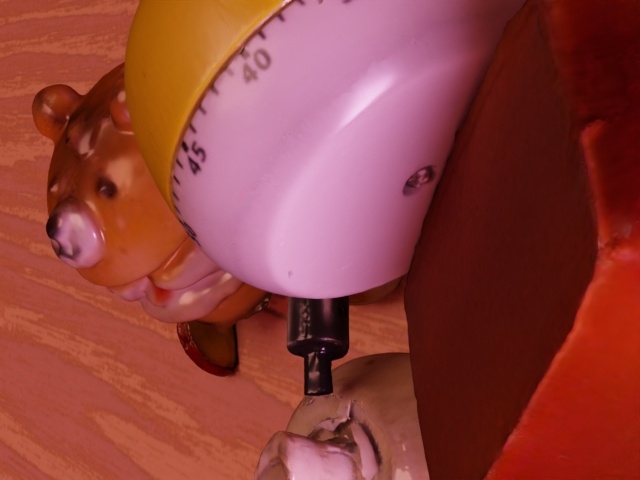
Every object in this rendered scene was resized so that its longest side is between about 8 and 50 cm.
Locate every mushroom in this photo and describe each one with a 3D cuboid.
[{"bbox_3d":[0.041,0.196,1.047,0.246,0.202,0.246,-29,51,43],"label":"mushroom"}]

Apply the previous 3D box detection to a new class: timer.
[{"bbox_3d":[-0.010,-0.129,0.873,0.285,0.285,0.285,-25,60,55],"label":"timer"}]

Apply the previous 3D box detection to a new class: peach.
[{"bbox_3d":[-0.117,0.105,1.494,0.083,0.077,0.050,49,132,-1],"label":"peach"}]

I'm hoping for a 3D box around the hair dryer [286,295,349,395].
[{"bbox_3d":[0.062,-0.047,1.072,0.320,0.156,0.284,-29,70,33],"label":"hair dryer"}]

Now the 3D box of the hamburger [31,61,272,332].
[{"bbox_3d":[-0.156,-0.063,1.390,0.276,0.237,0.276,-28,49,37],"label":"hamburger"}]

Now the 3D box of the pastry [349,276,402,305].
[{"bbox_3d":[0.000,0.000,1.224,0.156,0.156,0.092,-11,66,58],"label":"pastry"}]

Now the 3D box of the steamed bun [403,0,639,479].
[{"bbox_3d":[0.199,0.025,0.771,0.379,0.248,0.235,105,162,-53],"label":"steamed bun"}]
